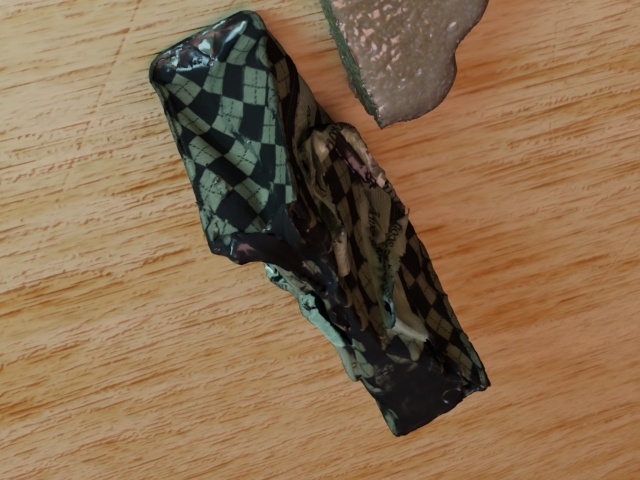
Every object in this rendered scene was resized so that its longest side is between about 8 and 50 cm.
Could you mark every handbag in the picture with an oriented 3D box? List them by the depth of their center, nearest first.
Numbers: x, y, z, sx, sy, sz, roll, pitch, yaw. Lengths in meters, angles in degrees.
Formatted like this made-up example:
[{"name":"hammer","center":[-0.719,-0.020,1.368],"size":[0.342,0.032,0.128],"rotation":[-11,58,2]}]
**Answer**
[{"name":"handbag","center":[0.000,0.000,1.166],"size":[0.180,0.316,0.416],"rotation":[-31,132,9]}]

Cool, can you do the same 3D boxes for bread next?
[{"name":"bread","center":[0.073,-0.279,1.128],"size":[0.183,0.102,0.337],"rotation":[-30,130,-5]}]
